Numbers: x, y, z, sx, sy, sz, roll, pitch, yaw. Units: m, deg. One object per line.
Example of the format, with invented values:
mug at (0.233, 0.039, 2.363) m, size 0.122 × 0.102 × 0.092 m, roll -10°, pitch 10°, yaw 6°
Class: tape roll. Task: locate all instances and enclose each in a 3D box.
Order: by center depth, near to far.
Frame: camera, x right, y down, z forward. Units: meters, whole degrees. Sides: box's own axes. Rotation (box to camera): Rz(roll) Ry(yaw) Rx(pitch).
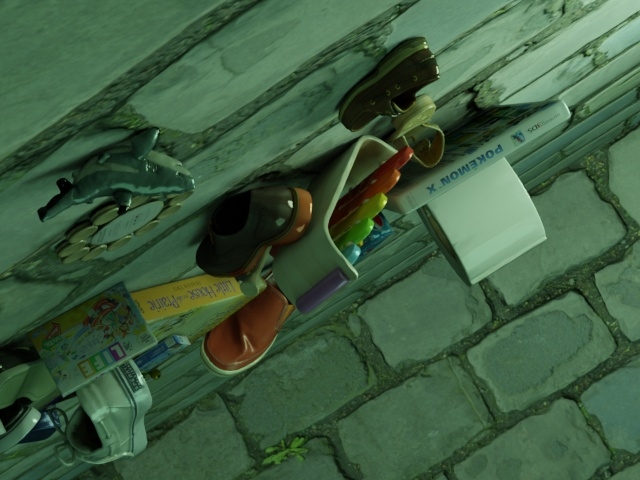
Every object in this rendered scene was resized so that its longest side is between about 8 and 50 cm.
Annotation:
tape roll at (0.289, -0.058, 2.249) m, size 0.169 × 0.246 × 0.246 m, roll -32°, pitch 171°, yaw -1°

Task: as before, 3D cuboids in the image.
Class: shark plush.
shark plush at (-0.198, -0.056, 1.163) m, size 0.161 × 0.067 × 0.073 m, roll -22°, pitch 167°, yaw -48°

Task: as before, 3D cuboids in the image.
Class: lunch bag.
lunch bag at (-0.528, 0.330, 2.217) m, size 0.067 × 0.065 × 0.098 m, roll -2°, pitch 155°, yaw -40°

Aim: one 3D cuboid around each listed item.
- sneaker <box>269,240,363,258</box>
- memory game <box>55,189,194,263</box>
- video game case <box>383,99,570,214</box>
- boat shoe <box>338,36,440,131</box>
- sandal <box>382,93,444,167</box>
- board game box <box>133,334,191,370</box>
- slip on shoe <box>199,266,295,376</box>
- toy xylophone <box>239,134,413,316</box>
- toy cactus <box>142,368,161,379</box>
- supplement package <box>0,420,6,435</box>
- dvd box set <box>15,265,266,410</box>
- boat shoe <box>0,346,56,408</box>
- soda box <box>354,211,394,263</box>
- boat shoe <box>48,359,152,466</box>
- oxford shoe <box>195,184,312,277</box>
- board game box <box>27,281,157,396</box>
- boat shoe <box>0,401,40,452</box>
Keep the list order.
sneaker at (0.000, 0.000, 2.077) m, size 0.225 × 0.092 × 0.088 m, roll -21°, pitch 166°, yaw -49°
memory game at (-0.231, -0.024, 1.418) m, size 0.186 × 0.012 × 0.186 m, roll -30°, pitch 172°, yaw -5°
video game case at (0.219, -0.137, 1.938) m, size 0.300 × 0.036 × 0.329 m, roll -31°, pitch -171°, yaw -5°
boat shoe at (0.083, -0.178, 1.469) m, size 0.064 × 0.060 × 0.178 m, roll -24°, pitch 169°, yaw -40°
sandal at (0.150, -0.147, 1.813) m, size 0.088 × 0.079 × 0.240 m, roll -31°, pitch 171°, yaw -4°
board game box at (-0.274, 0.194, 2.053) m, size 0.090 × 0.020 × 0.090 m, roll -32°, pitch 172°, yaw 3°
slip on shoe at (-0.105, 0.125, 2.264) m, size 0.331 × 0.123 × 0.101 m, roll -44°, pitch 167°, yaw -27°
toy xylophone at (0.007, -0.022, 1.711) m, size 0.236 × 0.081 × 0.322 m, roll -35°, pitch -160°, yaw 44°
toy cactus at (-0.372, 0.275, 2.376) m, size 0.180 × 0.112 × 0.219 m, roll -36°, pitch 169°, yaw -48°
supplement package at (-0.541, 0.260, 1.638) m, size 0.105 × 0.105 × 0.179 m, roll -34°, pitch 171°, yaw 19°
dvd box set at (-0.309, 0.163, 2.035) m, size 0.308 × 0.062 × 0.420 m, roll -36°, pitch 170°, yaw 26°
boat shoe at (-0.438, 0.189, 1.735) m, size 0.081 × 0.069 × 0.228 m, roll -62°, pitch 168°, yaw 6°
soda box at (0.057, 0.008, 2.384) m, size 0.067 × 0.071 × 0.210 m, roll -26°, pitch 170°, yaw -37°
boat shoe at (-0.376, 0.310, 1.981) m, size 0.156 × 0.135 × 0.367 m, roll -28°, pitch 167°, yaw -22°
oxford shoe at (-0.120, -0.020, 1.666) m, size 0.098 × 0.096 × 0.271 m, roll 14°, pitch 153°, yaw -29°
board game box at (-0.326, 0.142, 1.716) m, size 0.154 × 0.103 × 0.026 m, roll -30°, pitch 171°, yaw -15°
boat shoe at (-0.494, 0.262, 1.784) m, size 0.080 × 0.076 × 0.228 m, roll -50°, pitch -159°, yaw -26°
